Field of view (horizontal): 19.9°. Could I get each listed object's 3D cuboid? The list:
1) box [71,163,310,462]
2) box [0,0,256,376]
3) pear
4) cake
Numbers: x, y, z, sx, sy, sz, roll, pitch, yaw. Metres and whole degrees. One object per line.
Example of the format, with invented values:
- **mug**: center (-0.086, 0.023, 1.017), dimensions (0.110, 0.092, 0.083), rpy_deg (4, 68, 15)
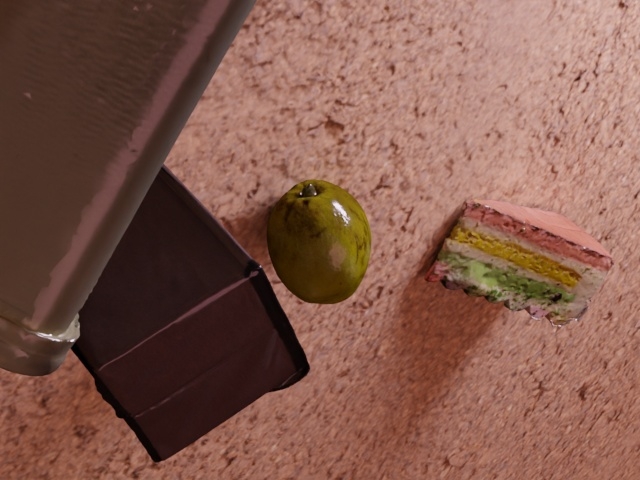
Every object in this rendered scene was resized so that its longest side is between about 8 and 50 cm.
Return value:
- **box**: center (-0.155, 0.031, 1.483), dimensions (0.153, 0.252, 0.188), rpy_deg (-37, 147, -9)
- **box**: center (-0.172, -0.149, 1.183), dimensions (0.177, 0.352, 0.344), rpy_deg (27, 106, -18)
- **pear**: center (0.000, 0.000, 1.752), dimensions (0.107, 0.107, 0.131), rpy_deg (-25, 130, -27)
- **cake**: center (0.213, 0.012, 2.055), dimensions (0.225, 0.090, 0.109), rpy_deg (18, 116, -34)
